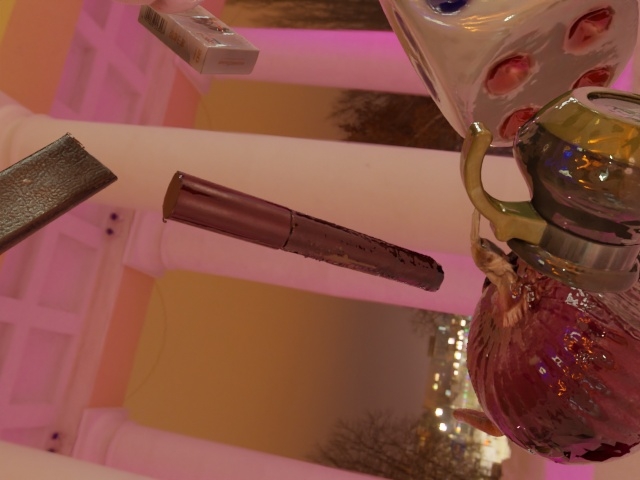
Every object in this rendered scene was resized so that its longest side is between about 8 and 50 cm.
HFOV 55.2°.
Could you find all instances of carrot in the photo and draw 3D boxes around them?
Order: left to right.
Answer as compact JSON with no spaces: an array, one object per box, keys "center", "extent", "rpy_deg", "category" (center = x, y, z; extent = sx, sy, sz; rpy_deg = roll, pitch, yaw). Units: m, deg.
[{"center":[0.275,0.315,1.085],"extent":[0.190,0.037,0.037],"rpy_deg":[152,129,-76],"category":"carrot"}]

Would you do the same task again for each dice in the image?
[{"center":[0.263,-0.341,0.916],"extent":[0.304,0.277,0.304],"rpy_deg":[43,-158,-60],"category":"dice"}]

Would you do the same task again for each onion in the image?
[{"center":[0.283,0.139,0.707],"extent":[0.256,0.273,0.230],"rpy_deg":[91,-165,-45],"category":"onion"}]

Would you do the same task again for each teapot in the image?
[{"center":[0.175,-0.038,0.419],"extent":[0.130,0.166,0.119],"rpy_deg":[-92,11,-59],"category":"teapot"}]

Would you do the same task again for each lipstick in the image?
[{"center":[0.000,-0.001,0.343],"extent":[0.027,0.177,0.027],"rpy_deg":[-36,46,48],"category":"lipstick"}]

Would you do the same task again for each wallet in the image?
[{"center":[-0.484,-0.081,1.040],"extent":[0.243,0.133,0.039],"rpy_deg":[-44,-13,-34],"category":"wallet"}]

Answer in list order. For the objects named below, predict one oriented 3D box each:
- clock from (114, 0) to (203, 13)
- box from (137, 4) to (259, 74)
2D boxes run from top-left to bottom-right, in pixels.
[{"center":[-0.279,-0.512,0.873],"extent":[0.368,0.251,0.376],"rpy_deg":[67,173,-19],"category":"clock"},{"center":[-0.265,-0.442,1.324],"extent":[0.150,0.233,0.067],"rpy_deg":[-20,-36,-47],"category":"box"}]
